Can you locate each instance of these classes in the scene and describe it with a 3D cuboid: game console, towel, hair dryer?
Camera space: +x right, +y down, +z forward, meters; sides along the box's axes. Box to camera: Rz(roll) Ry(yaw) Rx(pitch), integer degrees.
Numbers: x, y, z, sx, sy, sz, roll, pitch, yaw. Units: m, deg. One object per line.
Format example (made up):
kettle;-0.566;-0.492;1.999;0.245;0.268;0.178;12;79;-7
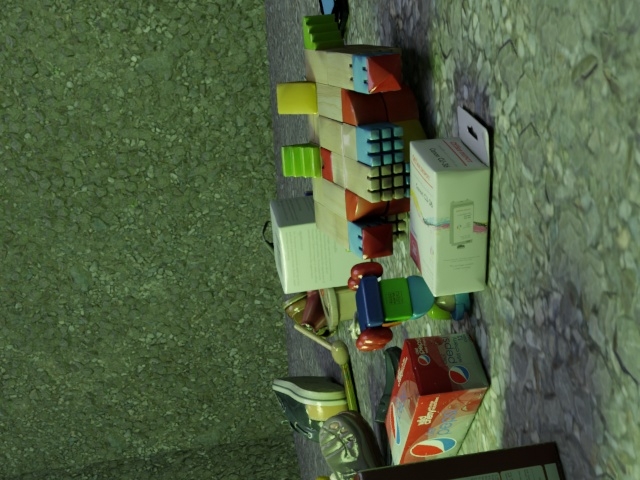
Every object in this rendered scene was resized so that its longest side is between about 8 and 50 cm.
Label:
game console;0.007;-0.574;1.645;0.213;0.044;0.361;100;161;-65
towel;0.082;0.411;2.027;0.102;0.021;0.237;87;173;-64
hair dryer;-0.039;0.098;1.937;0.080;0.224;0.293;-49;44;43

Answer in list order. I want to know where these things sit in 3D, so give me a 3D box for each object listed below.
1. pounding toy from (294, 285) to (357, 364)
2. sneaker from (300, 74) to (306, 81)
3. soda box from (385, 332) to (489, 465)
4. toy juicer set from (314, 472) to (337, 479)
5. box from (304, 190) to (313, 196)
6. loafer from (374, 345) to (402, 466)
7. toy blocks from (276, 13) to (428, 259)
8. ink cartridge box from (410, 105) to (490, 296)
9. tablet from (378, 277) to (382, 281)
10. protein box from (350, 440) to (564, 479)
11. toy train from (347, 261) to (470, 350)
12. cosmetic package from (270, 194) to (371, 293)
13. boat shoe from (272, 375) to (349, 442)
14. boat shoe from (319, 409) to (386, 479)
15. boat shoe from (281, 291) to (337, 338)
pounding toy;0.013;0.126;1.778;0.154;0.155;0.269;89;169;-52
sneaker;0.006;-0.317;1.703;0.226;0.086;0.163;97;162;-63
soda box;0.149;0.226;1.097;0.263;0.092;0.083;94;168;-53
toy juicer set;0.069;0.649;1.961;0.209;0.090;0.329;58;149;24
box;-0.014;-0.034;2.250;0.225;0.037;0.136;-105;13;-63
loafer;0.128;0.289;1.355;0.076;0.078;0.223;110;152;-72
toy blocks;0.072;-0.130;1.171;0.261;0.191;0.381;-143;47;-64
ink cartridge box;0.149;-0.049;0.955;0.115;0.067;0.198;-112;17;-64
tablet;0.114;0.093;1.562;0.054;0.006;0.083;104;159;-69
protein box;0.137;0.309;0.853;0.199;0.201;0.135;101;161;-66
toy train;0.114;0.093;1.111;0.248;0.144;0.105;92;171;-78
cosmetic package;0.000;0.000;1.654;0.151;0.184;0.151;-114;19;-64
boat shoe;-0.031;0.473;2.309;0.500;0.187;0.155;169;100;-77
boat shoe;0.100;0.509;1.706;0.116;0.123;0.324;-23;-81;-63
boat shoe;-0.009;0.193;2.088;0.104;0.111;0.307;64;-170;15
